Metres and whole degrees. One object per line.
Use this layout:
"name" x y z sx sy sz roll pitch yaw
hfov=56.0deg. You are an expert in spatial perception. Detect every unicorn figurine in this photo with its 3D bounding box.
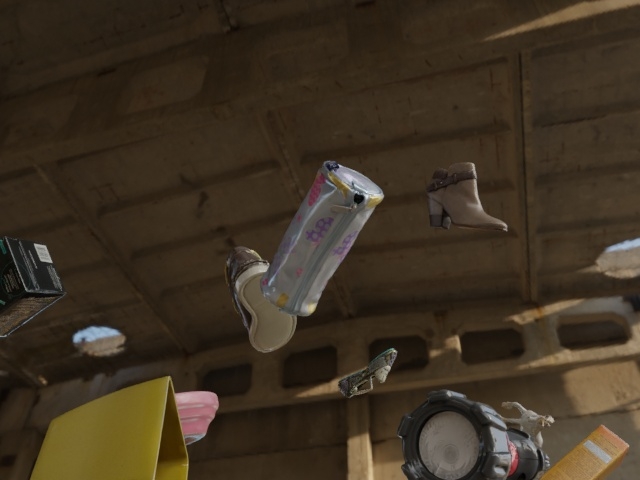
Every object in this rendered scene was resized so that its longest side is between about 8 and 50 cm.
"unicorn figurine" 0.387 0.352 1.132 0.111 0.060 0.161 9 -42 40

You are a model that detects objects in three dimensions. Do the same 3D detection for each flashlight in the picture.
"flashlight" 0.188 0.236 0.666 0.103 0.103 0.304 -48 -38 7

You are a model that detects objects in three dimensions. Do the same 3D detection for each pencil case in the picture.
"pencil case" 0.000 0.000 1.035 0.114 0.124 0.273 17 -65 -32

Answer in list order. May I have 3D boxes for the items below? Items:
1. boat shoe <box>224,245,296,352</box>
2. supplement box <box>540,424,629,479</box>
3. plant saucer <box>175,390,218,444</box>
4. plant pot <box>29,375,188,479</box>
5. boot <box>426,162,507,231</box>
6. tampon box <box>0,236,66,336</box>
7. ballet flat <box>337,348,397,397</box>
"boat shoe" -0.134 0.136 1.320 0.117 0.096 0.324 -29 -36 -12
"supplement box" 0.564 0.506 1.313 0.234 0.080 0.078 -27 -44 -26
"plant saucer" -0.379 0.413 1.296 0.332 0.084 0.332 -15 -20 -6
"plant pot" -0.318 0.363 0.921 0.187 0.212 0.212 -5 -59 -4
"boot" 0.186 -0.056 0.769 0.119 0.086 0.042 6 -6 39
"tampon box" -0.580 0.088 1.106 0.161 0.120 0.101 -32 -16 11
"ballet flat" 0.084 0.222 0.985 0.114 0.041 0.041 -34 -50 6
